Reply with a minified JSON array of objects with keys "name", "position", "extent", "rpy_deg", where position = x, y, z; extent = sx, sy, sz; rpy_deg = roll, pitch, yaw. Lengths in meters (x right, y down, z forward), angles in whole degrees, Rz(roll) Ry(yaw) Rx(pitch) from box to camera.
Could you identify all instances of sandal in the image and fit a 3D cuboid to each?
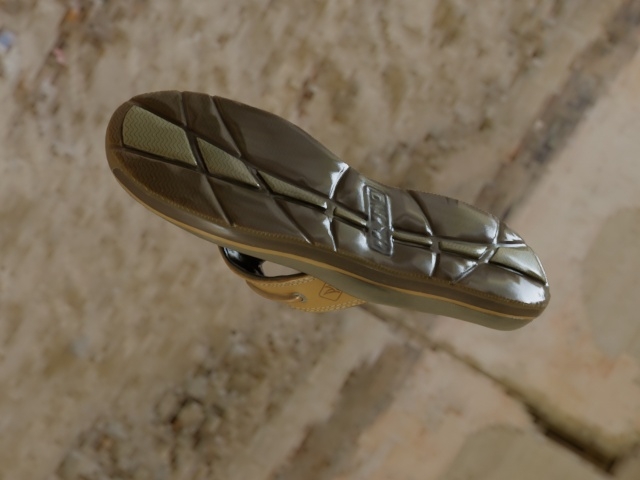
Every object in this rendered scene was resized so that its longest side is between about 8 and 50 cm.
[{"name":"sandal","position":[0.000,0.000,0.653],"extent":[0.072,0.180,0.049],"rpy_deg":[-86,-159,-50]}]
